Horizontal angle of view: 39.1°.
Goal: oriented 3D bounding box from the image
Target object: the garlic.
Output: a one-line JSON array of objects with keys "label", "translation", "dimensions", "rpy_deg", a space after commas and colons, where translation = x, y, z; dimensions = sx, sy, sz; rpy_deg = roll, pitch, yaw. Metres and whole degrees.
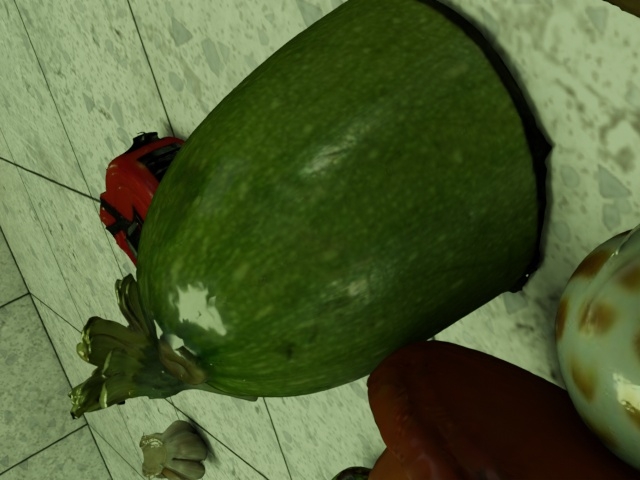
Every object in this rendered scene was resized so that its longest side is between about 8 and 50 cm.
[{"label": "garlic", "translation": [-0.285, 0.460, 1.894], "dimensions": [0.194, 0.127, 0.131], "rpy_deg": [54, -171, -54]}]

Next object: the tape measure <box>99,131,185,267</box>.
[{"label": "tape measure", "translation": [-0.219, -0.029, 1.290], "dimensions": [0.253, 0.114, 0.260], "rpy_deg": [52, 152, 17]}]

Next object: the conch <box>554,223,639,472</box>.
[{"label": "conch", "translation": [0.238, 0.061, 0.553], "dimensions": [0.275, 0.149, 0.182], "rpy_deg": [39, 110, 51]}]

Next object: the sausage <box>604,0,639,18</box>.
[{"label": "sausage", "translation": [0.117, -0.223, 0.521], "dimensions": [0.501, 0.123, 0.136], "rpy_deg": [37, 174, 39]}]

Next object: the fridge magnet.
[{"label": "fridge magnet", "translation": [0.176, 0.208, 0.630], "dimensions": [0.364, 0.155, 0.363], "rpy_deg": [35, -169, -8]}]

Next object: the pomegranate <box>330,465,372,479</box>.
[{"label": "pomegranate", "translation": [0.049, 0.366, 1.189], "dimensions": [0.138, 0.125, 0.163], "rpy_deg": [52, 155, -9]}]

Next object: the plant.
[{"label": "plant", "translation": [-0.280, 0.209, 1.482], "dimensions": [0.297, 0.306, 0.261], "rpy_deg": [41, 128, -19]}]

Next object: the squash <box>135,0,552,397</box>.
[{"label": "squash", "translation": [-0.025, -0.019, 0.751], "dimensions": [0.310, 0.309, 0.310], "rpy_deg": [43, 149, 35]}]
